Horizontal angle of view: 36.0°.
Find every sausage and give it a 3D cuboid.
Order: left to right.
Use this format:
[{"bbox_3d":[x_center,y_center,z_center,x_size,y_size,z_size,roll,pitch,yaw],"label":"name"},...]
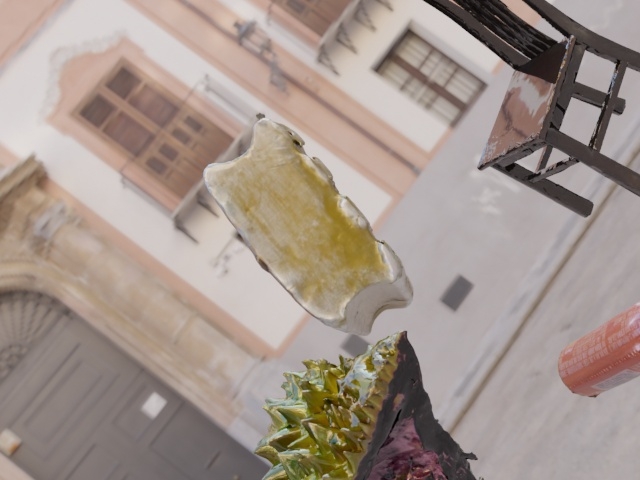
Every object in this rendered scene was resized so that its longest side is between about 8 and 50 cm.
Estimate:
[{"bbox_3d":[0.349,0.120,1.123,0.074,0.074,0.274,-52,-7,-18],"label":"sausage"}]

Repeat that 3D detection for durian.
[{"bbox_3d":[0.013,0.132,0.495,0.119,0.108,0.187,-46,-52,-19],"label":"durian"}]

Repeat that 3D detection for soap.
[{"bbox_3d":[0.000,0.000,0.879,0.089,0.173,0.274,-41,-11,1],"label":"soap"}]

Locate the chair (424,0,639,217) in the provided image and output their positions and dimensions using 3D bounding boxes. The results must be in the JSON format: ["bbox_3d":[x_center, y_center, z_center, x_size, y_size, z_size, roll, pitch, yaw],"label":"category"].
[{"bbox_3d":[0.123,-0.108,0.654,0.101,0.212,0.084,-69,13,-17],"label":"chair"}]
